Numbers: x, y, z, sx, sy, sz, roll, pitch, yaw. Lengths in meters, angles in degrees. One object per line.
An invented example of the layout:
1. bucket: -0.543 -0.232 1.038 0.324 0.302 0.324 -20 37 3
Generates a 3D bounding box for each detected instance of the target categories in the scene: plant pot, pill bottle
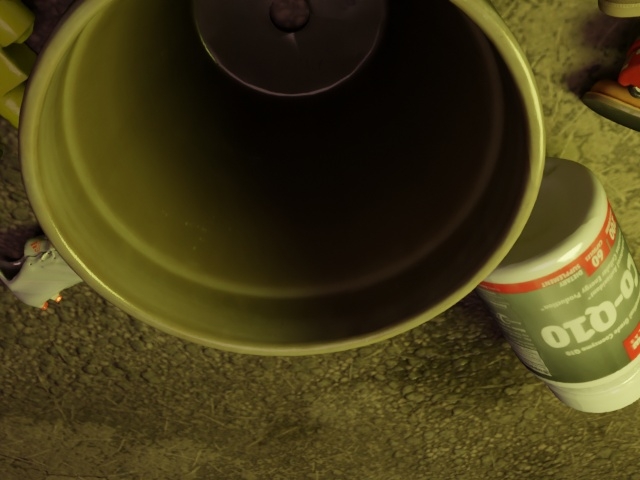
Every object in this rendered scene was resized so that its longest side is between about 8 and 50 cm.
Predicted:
1. plant pot: -0.026 -0.118 0.553 0.323 0.280 0.323 -1 130 -1
2. pill bottle: 0.268 0.060 0.794 0.161 0.161 0.283 -25 127 19

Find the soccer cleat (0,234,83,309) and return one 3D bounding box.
1. soccer cleat: -0.285 0.015 0.808 0.196 0.068 0.076 -29 123 25

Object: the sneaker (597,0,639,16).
1. sneaker: 0.327 -0.240 0.597 0.188 0.066 0.071 -13 129 9

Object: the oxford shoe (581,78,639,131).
1. oxford shoe: 0.359 -0.133 0.704 0.212 0.076 0.076 11 100 -7

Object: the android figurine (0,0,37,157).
1. android figurine: -0.379 -0.174 0.647 0.248 0.056 0.273 -26 129 20

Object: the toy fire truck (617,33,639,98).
1. toy fire truck: 0.380 -0.161 0.652 0.192 0.135 0.047 28 170 -1
